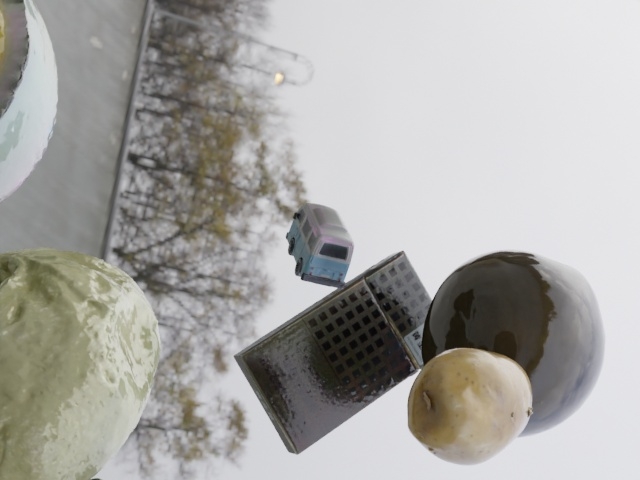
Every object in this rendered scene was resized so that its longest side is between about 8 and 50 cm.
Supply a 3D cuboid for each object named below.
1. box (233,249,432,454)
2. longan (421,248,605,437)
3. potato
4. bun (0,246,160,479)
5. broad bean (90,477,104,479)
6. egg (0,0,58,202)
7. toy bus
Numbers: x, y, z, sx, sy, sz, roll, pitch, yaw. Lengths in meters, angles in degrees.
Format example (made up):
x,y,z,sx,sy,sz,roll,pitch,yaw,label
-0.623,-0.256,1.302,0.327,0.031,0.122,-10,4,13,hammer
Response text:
x,y,z,sx,sy,sz,roll,pitch,yaw,label
0.044,0.172,1.466,0.180,0.325,0.047,60,-21,-4,box
0.261,0.136,1.253,0.258,0.258,0.258,-166,-90,-72,longan
0.160,0.172,0.967,0.109,0.178,0.118,-17,-106,33,potato
-0.372,0.154,1.107,0.352,0.227,0.349,-38,-150,-4,bun
-0.168,0.392,1.058,0.049,0.292,0.144,-42,-158,-33,broad bean
-0.500,-0.173,1.167,0.340,0.354,0.354,107,-8,-71,egg
0.000,0.000,1.148,0.123,0.060,0.075,-114,-139,-62,toy bus
